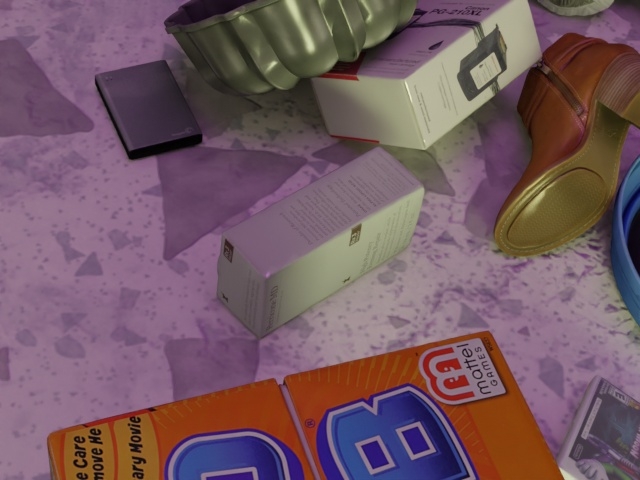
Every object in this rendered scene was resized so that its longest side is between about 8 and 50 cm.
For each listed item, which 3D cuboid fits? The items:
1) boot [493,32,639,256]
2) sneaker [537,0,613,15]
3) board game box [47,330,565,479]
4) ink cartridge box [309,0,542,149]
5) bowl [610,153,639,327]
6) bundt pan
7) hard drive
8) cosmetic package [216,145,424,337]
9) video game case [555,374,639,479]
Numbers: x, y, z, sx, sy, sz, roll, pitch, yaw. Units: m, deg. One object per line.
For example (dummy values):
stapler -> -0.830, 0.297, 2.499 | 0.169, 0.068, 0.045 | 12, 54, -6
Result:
boot -> 0.281, -0.128, 1.567 | 0.109, 0.283, 0.220 | 30, 11, -30
sneaker -> 0.316, -0.400, 1.812 | 0.232, 0.090, 0.115 | 26, 49, 10
board game box -> 0.007, 0.345, 1.001 | 0.356, 0.356, 0.356 | -11, 54, -17
ink cartridge box -> 0.132, -0.218, 1.584 | 0.237, 0.100, 0.172 | -38, 32, -31
bowl -> 0.529, 0.027, 1.513 | 0.391, 0.077, 0.391 | 5, 51, -6
bundt pan -> -0.018, -0.279, 1.561 | 0.331, 0.124, 0.331 | -23, 18, 8
hard drive -> -0.213, -0.162, 1.582 | 0.094, 0.022, 0.135 | -15, 56, -20
cosmetic package -> 0.000, 0.000, 1.427 | 0.231, 0.117, 0.085 | -32, 62, -28
video game case -> 0.328, 0.234, 1.295 | 0.173, 0.022, 0.190 | 35, 32, 7
